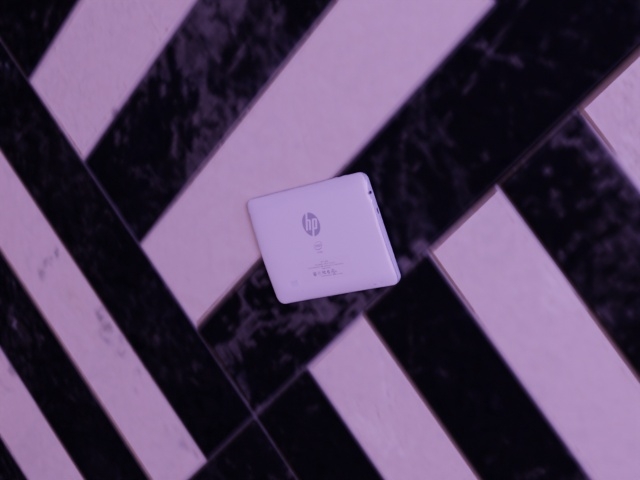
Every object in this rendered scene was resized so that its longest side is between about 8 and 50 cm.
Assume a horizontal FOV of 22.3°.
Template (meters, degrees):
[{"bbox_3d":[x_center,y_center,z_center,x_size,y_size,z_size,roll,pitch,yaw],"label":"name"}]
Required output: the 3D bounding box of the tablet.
[{"bbox_3d":[0.000,0.000,0.765,0.083,0.006,0.054,-12,99,46],"label":"tablet"}]
